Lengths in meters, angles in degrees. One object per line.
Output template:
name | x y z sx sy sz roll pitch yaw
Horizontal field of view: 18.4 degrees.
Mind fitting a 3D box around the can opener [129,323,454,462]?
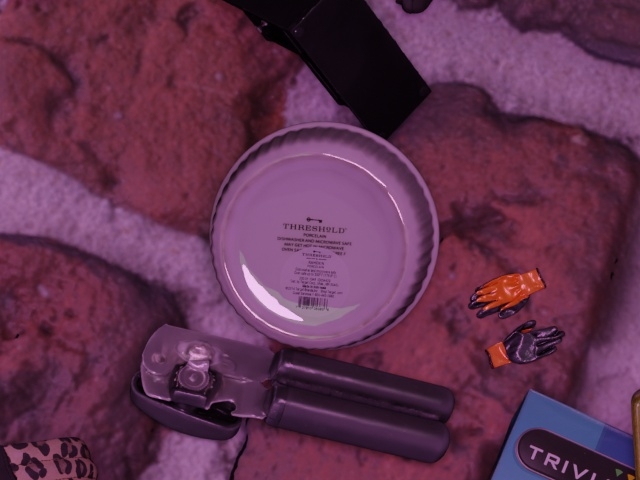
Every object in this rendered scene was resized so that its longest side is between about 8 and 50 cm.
can opener | -0.027 0.145 1.763 0.283 0.095 0.076 14 54 -6

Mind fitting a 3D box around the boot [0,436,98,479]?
boot | -0.282 0.326 1.622 0.377 0.138 0.284 -11 71 -40

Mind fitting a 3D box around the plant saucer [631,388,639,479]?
plant saucer | 0.320 0.175 1.608 0.045 0.188 0.188 23 55 -34

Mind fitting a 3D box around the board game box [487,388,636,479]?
board game box | 0.224 0.326 1.663 0.254 0.079 0.336 24 62 5

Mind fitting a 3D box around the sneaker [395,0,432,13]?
sneaker | 0.150 -0.306 1.838 0.106 0.078 0.234 24 78 7

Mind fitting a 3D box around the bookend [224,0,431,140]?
bookend | -0.002 -0.184 1.808 0.072 0.156 0.157 -47 38 -8

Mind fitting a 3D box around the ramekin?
ramekin | 0.000 0.000 1.735 0.207 0.109 0.207 0 96 5

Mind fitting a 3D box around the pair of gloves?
pair of gloves | 0.178 0.071 1.799 0.074 0.010 0.083 -19 80 -4
